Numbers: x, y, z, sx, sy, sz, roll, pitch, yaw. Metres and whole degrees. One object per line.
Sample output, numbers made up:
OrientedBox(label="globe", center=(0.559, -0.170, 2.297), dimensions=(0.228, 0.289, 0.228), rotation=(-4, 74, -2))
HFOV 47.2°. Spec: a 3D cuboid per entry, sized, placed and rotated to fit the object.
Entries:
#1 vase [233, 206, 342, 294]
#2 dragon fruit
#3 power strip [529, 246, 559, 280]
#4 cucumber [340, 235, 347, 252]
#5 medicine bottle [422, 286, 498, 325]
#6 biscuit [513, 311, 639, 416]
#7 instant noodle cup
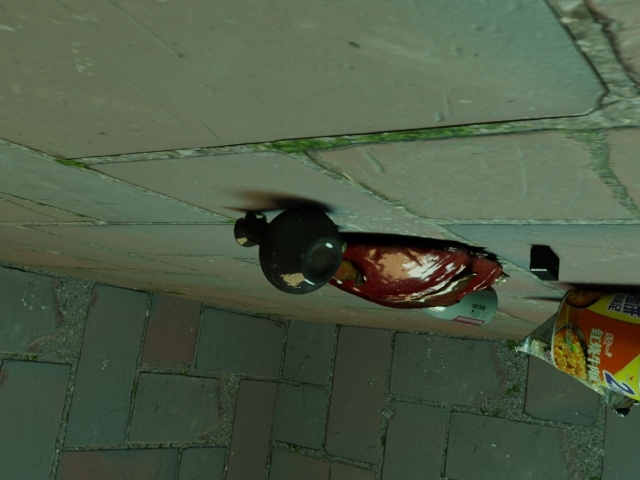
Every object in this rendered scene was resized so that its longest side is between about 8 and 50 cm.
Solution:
OrientedBox(label="vase", center=(-0.052, 0.002, 1.017), dimensions=(0.120, 0.120, 0.183), rotation=(16, -175, -41))
OrientedBox(label="dragon fruit", center=(0.142, 0.057, 1.212), dimensions=(0.344, 0.100, 0.282), rotation=(9, 166, -16))
OrientedBox(label="power strip", center=(0.334, 0.036, 1.087), dimensions=(0.029, 0.037, 0.111), rotation=(2, 170, 26))
OrientedBox(label="cucumber", center=(0.000, 0.000, 1.133), dimensions=(0.107, 0.035, 0.067), rotation=(-7, 140, 46))
OrientedBox(label="medicine bottle", center=(0.243, 0.109, 1.443), dimensions=(0.217, 0.090, 0.090), rotation=(14, 169, -29))
OrientedBox(label="biscuit", center=(0.564, 0.233, 1.523), dimensions=(0.309, 0.186, 0.079), rotation=(31, 153, 54))
OrientedBox(label="instant noodle cup", center=(0.538, 0.183, 1.360), dimensions=(0.174, 0.213, 0.213), rotation=(10, 174, 37))
